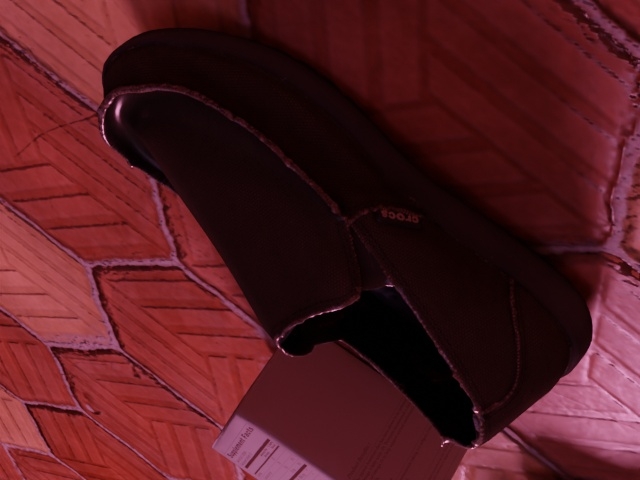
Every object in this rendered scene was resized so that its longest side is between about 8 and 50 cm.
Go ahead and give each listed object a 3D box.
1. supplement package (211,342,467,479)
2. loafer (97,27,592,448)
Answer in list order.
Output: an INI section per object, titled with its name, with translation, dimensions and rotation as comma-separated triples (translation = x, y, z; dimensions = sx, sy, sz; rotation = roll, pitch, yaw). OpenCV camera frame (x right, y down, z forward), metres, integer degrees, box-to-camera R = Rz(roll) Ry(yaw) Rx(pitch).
[supplement package]
translation = 0.016, 0.172, 0.940
dimensions = 0.179, 0.105, 0.105
rotation = 35, 149, 2
[loafer]
translation = 0.000, 0.000, 0.701
dimensions = 0.366, 0.130, 0.134
rotation = 33, 149, 4
